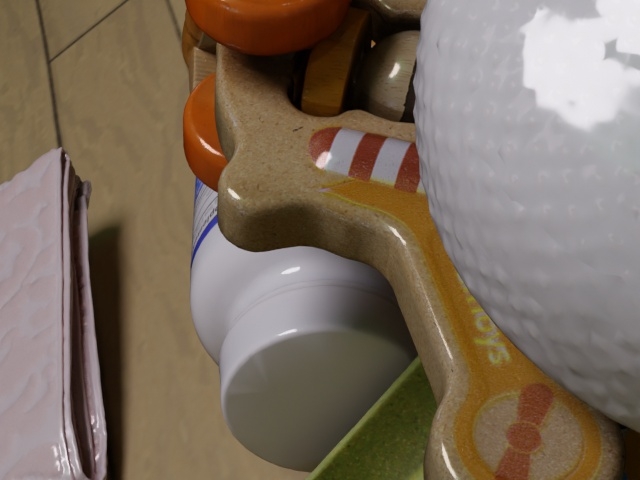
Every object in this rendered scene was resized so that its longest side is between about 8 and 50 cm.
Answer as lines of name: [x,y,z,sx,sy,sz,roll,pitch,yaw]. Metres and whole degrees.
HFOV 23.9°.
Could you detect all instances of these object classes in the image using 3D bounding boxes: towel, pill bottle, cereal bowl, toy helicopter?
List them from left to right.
towel: [-0.293,0.126,1.127,0.332,0.053,0.317,-32,43,23]
pill bottle: [0.000,0.000,0.897,0.152,0.152,0.272,-30,35,20]
toy helicopter: [0.071,-0.013,0.715,0.235,0.140,0.355,-7,51,-11]
cereal bowl: [0.200,-0.088,0.585,0.339,0.141,0.339,-4,56,6]

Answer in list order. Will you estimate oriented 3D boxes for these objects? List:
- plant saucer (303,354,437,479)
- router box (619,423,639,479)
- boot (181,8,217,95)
plant saucer: [0.061,0.157,0.723,0.188,0.045,0.188,-50,35,26]
router box: [0.154,0.081,0.753,0.133,0.046,0.179,-46,34,-1]
boot: [-0.049,-0.230,1.144,0.295,0.104,0.211,118,157,-52]
